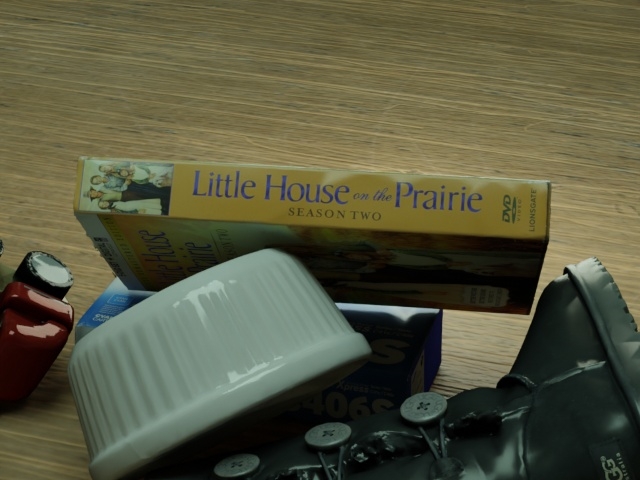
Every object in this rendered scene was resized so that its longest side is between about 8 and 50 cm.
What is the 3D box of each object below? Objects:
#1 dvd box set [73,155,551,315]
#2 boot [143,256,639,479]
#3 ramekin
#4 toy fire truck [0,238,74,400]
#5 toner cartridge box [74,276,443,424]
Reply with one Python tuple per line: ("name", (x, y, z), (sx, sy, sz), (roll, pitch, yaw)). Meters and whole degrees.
("dvd box set", (0.000, 0.000, 1.673), (0.420, 0.062, 0.307), (4, -15, 4))
("boot", (0.071, 0.178, 1.524), (0.445, 0.146, 0.367), (-21, 13, 4))
("ramekin", (-0.099, 0.109, 1.574), (0.273, 0.127, 0.273), (-25, -8, -4))
("toy fire truck", (-0.344, 0.079, 1.701), (0.217, 0.158, 0.246), (27, 26, -21))
("toner cartridge box", (-0.060, 0.106, 1.806), (0.347, 0.075, 0.165), (7, 24, 13))
